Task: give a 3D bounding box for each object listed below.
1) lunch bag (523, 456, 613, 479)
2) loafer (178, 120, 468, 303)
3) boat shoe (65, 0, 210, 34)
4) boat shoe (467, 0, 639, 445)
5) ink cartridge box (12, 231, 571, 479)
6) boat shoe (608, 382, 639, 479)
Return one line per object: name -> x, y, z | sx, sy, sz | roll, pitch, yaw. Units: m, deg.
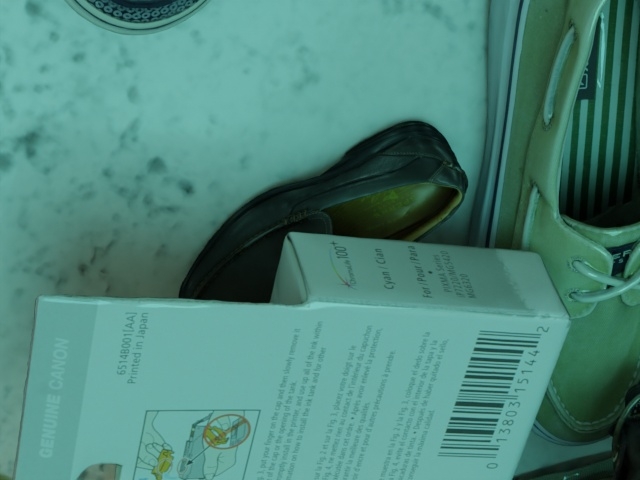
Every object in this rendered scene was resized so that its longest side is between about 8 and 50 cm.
lunch bag -> 0.189, 0.293, 0.849 | 0.169, 0.287, 0.235 | -13, 115, -8
loafer -> 0.000, 0.000, 0.807 | 0.170, 0.061, 0.062 | -36, 116, 4
boat shoe -> -0.016, -0.229, 0.656 | 0.127, 0.158, 0.340 | 24, 104, -21
boat shoe -> 0.136, -0.013, 0.816 | 0.109, 0.094, 0.302 | -11, 115, -9
ink cartridge box -> -0.035, 0.131, 0.814 | 0.261, 0.066, 0.296 | 4, 124, -16
boat shoe -> 0.194, 0.108, 0.832 | 0.076, 0.228, 0.080 | 54, 131, 9
